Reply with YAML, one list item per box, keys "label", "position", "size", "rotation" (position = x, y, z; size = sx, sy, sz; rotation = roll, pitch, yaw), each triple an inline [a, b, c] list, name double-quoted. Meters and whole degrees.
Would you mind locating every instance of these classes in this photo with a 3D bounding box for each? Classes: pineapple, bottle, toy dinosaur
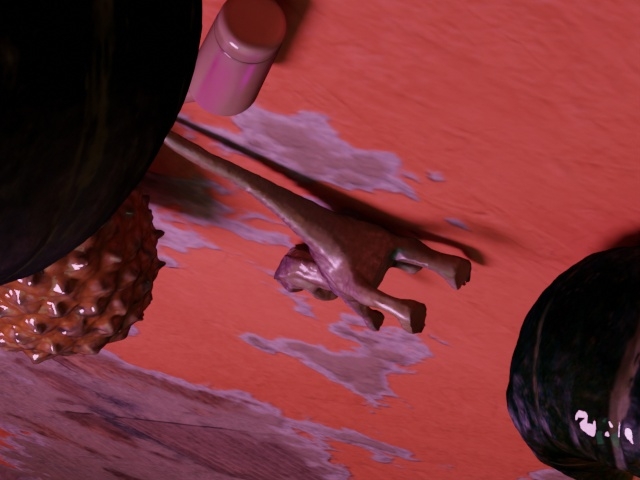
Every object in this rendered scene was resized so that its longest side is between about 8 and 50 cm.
- label: "pineapple"
  position: [-0.200, -0.039, 1.118]
  size: [0.169, 0.169, 0.340]
  rotation: [17, 153, 6]
- label: "bottle"
  position: [-0.049, -0.111, 0.937]
  size: [0.045, 0.045, 0.096]
  rotation: [21, 158, -7]
- label: "toy dinosaur"
  position: [-0.002, 0.005, 1.166]
  size: [0.200, 0.072, 0.251]
  rotation: [20, 173, 28]

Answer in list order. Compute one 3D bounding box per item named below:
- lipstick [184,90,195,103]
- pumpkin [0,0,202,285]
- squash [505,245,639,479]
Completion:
- label: "lipstick"
  position: [-0.099, -0.098, 1.049]
  size: [0.094, 0.019, 0.019]
  rotation: [-3, 151, 47]
- label: "pumpkin"
  position: [-0.209, -0.115, 0.698]
  size: [0.323, 0.323, 0.241]
  rotation: [18, 120, 1]
- label: "squash"
  position: [0.248, 0.105, 1.059]
  size: [0.252, 0.165, 0.252]
  rotation: [19, 161, 7]
